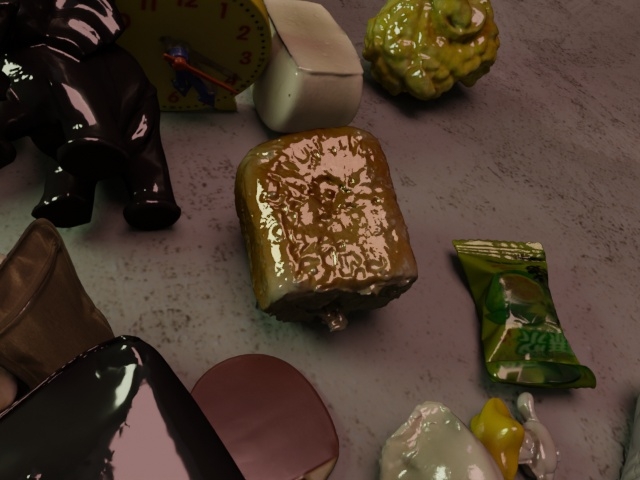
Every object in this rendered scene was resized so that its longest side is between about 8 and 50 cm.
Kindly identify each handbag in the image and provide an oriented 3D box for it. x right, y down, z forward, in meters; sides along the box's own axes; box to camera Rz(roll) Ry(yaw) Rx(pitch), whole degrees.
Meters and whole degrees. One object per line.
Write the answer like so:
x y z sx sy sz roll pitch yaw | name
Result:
-0.181 0.279 0.424 0.288 0.152 0.342 -28 74 -30 | handbag

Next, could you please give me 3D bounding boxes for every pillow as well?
-0.243 0.088 0.525 0.033 0.217 0.130 2 48 9 | pillow

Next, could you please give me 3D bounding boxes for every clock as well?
-0.208 -0.276 0.817 0.277 0.293 0.071 -6 65 -15 | clock

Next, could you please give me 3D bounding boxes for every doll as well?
0.238 0.233 0.660 0.113 0.071 0.135 34 43 2 | doll

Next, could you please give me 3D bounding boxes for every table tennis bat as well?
-0.039 0.236 0.592 0.154 0.021 0.274 -18 56 -30 | table tennis bat

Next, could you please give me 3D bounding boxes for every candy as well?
0.277 0.097 0.787 0.149 0.069 0.246 4 54 -9 | candy

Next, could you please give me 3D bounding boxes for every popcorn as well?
0.211 -0.400 1.100 0.250 0.235 0.241 -33 84 -24 | popcorn

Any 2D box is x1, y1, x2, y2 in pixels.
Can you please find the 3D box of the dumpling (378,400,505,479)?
0.126 0.264 0.573 0.127 0.108 0.188 -23 72 -4 | dumpling

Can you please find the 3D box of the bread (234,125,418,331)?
0.000 0.000 0.711 0.196 0.176 0.246 -8 67 -12 | bread

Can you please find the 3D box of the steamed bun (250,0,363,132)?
-0.035 -0.279 0.946 0.146 0.164 0.241 -6 51 -25 | steamed bun

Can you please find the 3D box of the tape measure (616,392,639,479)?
0.470 0.266 0.665 0.197 0.120 0.236 27 52 14 | tape measure

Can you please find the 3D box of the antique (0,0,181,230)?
-0.310 -0.169 0.684 0.185 0.322 0.255 -15 66 10 | antique

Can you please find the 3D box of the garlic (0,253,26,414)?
-0.359 0.119 0.475 0.203 0.184 0.281 29 48 4 | garlic
